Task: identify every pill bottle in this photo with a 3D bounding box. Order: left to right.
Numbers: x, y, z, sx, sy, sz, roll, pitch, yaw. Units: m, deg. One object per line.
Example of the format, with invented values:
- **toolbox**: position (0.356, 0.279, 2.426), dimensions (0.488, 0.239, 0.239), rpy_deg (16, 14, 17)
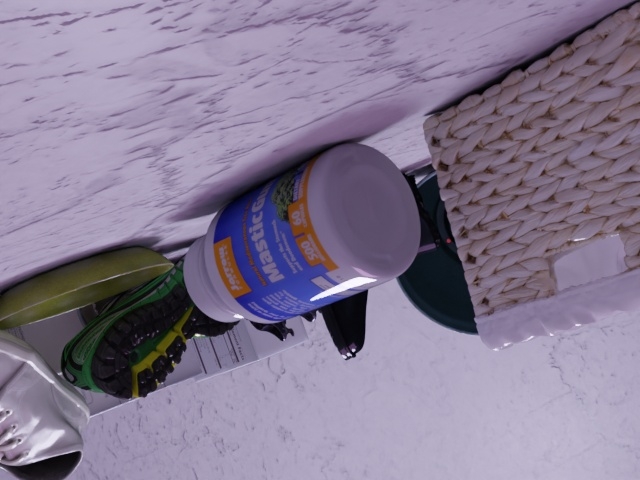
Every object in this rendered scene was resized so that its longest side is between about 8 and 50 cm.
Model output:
- **pill bottle**: position (-0.033, 0.006, 1.125), dimensions (0.152, 0.152, 0.272), rpy_deg (-17, 174, -46)

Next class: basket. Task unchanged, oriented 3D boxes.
- **basket**: position (0.333, -0.075, 1.055), dimensions (0.331, 0.266, 0.328), rpy_deg (-18, 176, -40)

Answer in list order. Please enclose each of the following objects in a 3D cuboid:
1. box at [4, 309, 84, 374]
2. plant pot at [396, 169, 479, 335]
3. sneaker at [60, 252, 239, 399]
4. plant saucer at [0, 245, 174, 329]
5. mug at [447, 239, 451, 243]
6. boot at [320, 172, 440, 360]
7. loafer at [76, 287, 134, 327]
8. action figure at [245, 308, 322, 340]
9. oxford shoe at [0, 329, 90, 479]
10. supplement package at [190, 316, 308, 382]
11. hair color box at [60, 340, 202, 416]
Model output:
- **box**: position (-0.407, 0.152, 1.530), dimensions (0.275, 0.113, 0.094), rpy_deg (-16, 173, -38)
- **plant pot**: position (0.269, -0.014, 1.684), dimensions (0.293, 0.293, 0.196), rpy_deg (-21, -167, 15)
- **sneaker**: position (-0.228, 0.093, 1.425), dimensions (0.146, 0.134, 0.343), rpy_deg (0, -156, 37)
- **plant saucer**: position (-0.303, 0.056, 1.267), dimensions (0.241, 0.037, 0.241), rpy_deg (-20, 176, -2)
- **mug**: position (0.266, -0.059, 1.869), dimensions (0.113, 0.150, 0.169), rpy_deg (-15, 174, 22)
- **boot**: position (0.088, 0.037, 1.540), dimensions (0.207, 0.247, 0.094), rpy_deg (-18, 170, 6)
- **loafer**: position (-0.260, 0.078, 1.537), dimensions (0.087, 0.094, 0.251), rpy_deg (-38, 171, 38)
- **action figure**: position (0.000, 0.000, 1.397), dimensions (0.276, 0.141, 0.164), rpy_deg (-49, -177, -31)
- **oxford shoe**: position (-0.418, 0.214, 1.282), dimensions (0.169, 0.130, 0.449), rpy_deg (-9, 152, 9)
- **supplement package**: position (-0.163, 0.145, 2.011), dimensions (0.145, 0.204, 0.262), rpy_deg (-22, 175, 21)
- **hair color box**: position (-0.399, 0.198, 1.653), dimensions (0.374, 0.185, 0.113), rpy_deg (-17, 175, -38)
